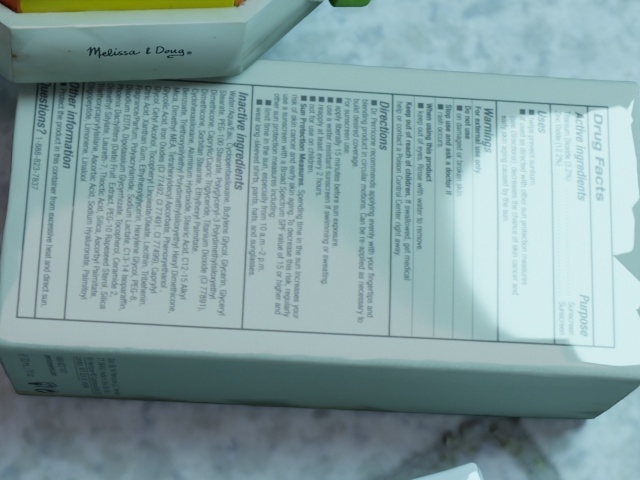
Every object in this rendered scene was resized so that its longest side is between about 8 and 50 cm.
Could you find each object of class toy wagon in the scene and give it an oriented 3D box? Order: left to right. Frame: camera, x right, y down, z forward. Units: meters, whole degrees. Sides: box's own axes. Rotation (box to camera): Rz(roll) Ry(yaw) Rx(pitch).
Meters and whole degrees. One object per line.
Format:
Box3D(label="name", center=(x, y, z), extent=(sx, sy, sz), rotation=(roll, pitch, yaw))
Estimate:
Box3D(label="toy wagon", center=(-0.120, -0.224, 0.806), extent=(0.267, 0.068, 0.344), rotation=(-3, 55, -11))

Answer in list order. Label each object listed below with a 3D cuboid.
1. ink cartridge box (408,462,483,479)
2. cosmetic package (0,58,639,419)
Box3D(label="ink cartridge box", center=(-0.078, 0.205, 0.646), extent=(0.307, 0.223, 0.129), rotation=(-13, 73, -9))
Box3D(label="cosmetic package", center=(0.000, 0.000, 0.777), extent=(0.309, 0.113, 0.160), rotation=(4, 72, -5))
